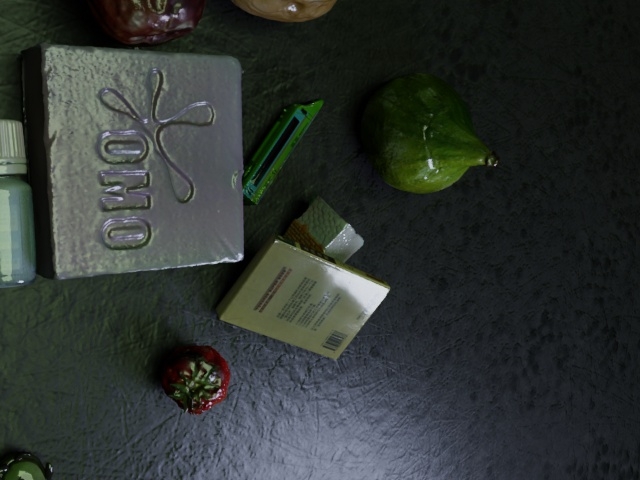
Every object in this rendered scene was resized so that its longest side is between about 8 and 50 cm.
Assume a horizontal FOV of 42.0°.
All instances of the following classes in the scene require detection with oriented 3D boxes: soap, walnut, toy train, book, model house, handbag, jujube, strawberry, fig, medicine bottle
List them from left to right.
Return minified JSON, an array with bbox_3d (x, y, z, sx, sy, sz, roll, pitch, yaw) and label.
[{"bbox_3d":[-0.394,-0.046,1.022,0.083,0.083,0.203,-3,95,-35],"label":"medicine bottle"},{"bbox_3d":[-0.375,0.322,1.079,0.072,0.047,0.111,-35,110,-28],"label":"handbag"},{"bbox_3d":[-0.230,-0.372,1.037,0.183,0.183,0.243,-17,93,-34],"label":"jujube"},{"bbox_3d":[-0.243,-0.106,1.114,0.285,0.107,0.296,-7,100,-36],"label":"soap"},{"bbox_3d":[-0.177,0.196,1.193,0.106,0.106,0.106,-2,94,-36],"label":"strawberry"},{"bbox_3d":[-0.067,-0.149,1.274,0.042,0.044,0.209,42,69,-28],"label":"toy train"},{"bbox_3d":[-0.052,-0.399,1.198,0.207,0.167,0.167,-1,93,-37],"label":"walnut"},{"bbox_3d":[-0.024,0.091,1.278,0.231,0.026,0.161,24,112,-33],"label":"book"},{"bbox_3d":[0.000,0.000,1.316,0.100,0.088,0.100,-47,153,1],"label":"model house"},{"bbox_3d":[0.189,-0.173,1.342,0.203,0.235,0.203,-6,100,-33],"label":"fig"}]

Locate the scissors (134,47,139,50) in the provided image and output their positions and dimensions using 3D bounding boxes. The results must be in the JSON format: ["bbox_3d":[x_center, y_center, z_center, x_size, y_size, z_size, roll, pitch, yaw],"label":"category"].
[{"bbox_3d":[-0.248,-0.238,1.163,0.036,0.006,0.083,-24,107,-30],"label":"scissors"}]
